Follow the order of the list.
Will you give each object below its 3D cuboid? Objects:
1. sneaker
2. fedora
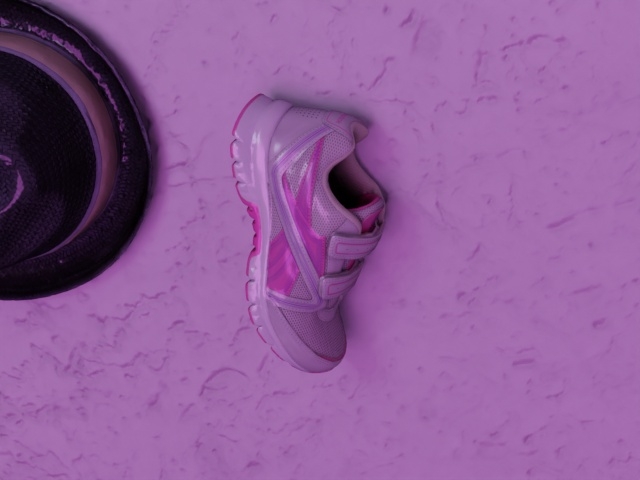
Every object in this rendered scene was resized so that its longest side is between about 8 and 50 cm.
[{"bbox_3d":[0.000,0.000,1.510,0.111,0.103,0.252,1,116,22],"label":"sneaker"},{"bbox_3d":[-0.321,-0.056,1.573,0.334,0.152,0.334,9,118,16],"label":"fedora"}]
